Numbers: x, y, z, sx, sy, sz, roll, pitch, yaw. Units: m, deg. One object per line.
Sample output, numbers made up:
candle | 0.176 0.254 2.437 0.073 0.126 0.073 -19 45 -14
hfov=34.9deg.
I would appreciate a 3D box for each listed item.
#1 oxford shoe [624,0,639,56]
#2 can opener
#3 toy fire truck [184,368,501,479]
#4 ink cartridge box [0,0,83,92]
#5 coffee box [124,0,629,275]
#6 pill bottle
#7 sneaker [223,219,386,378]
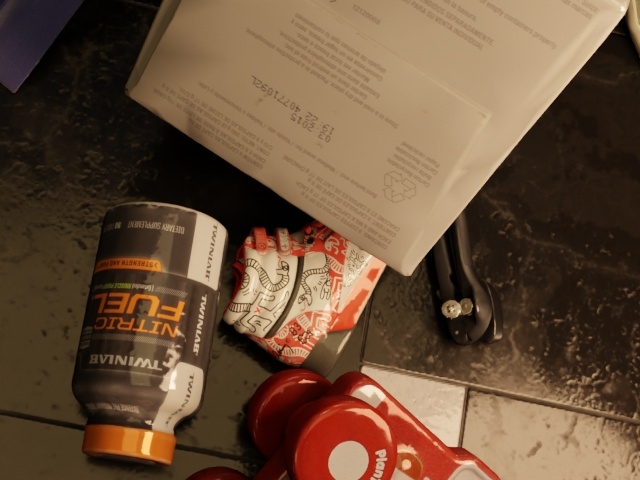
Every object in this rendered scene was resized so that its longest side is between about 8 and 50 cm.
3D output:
oxford shoe | 0.456 -0.346 1.241 0.169 0.130 0.449 -16 92 -16
can opener | 0.152 0.029 1.140 0.059 0.073 0.186 -22 72 23
toy fire truck | 0.011 0.284 0.975 0.254 0.169 0.302 42 80 -16
ink cartridge box | -0.366 -0.370 1.079 0.307 0.072 0.304 39 98 4
coffee box | 0.076 -0.244 0.994 0.337 0.338 0.334 34 39 0
pill bottle | -0.171 0.096 1.009 0.130 0.130 0.246 9 72 -8
sneaker | 0.000 0.000 1.093 0.145 0.090 0.270 29 73 -4
